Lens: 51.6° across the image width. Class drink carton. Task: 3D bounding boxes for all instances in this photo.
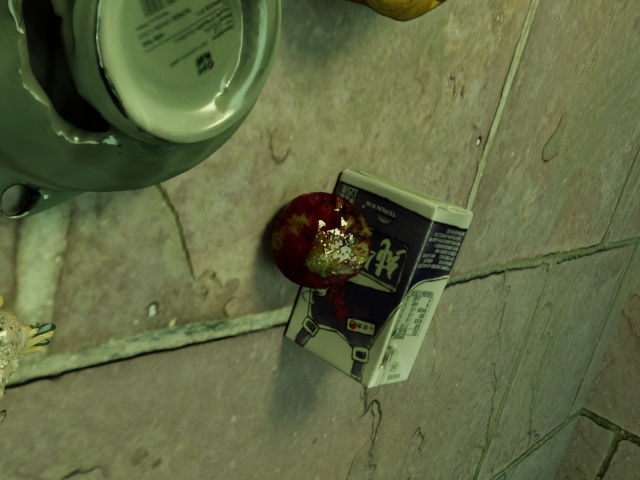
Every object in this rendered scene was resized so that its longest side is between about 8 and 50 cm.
[{"bbox_3d":[0.066,0.044,0.777,0.102,0.134,0.222,4,108,-56],"label":"drink carton"}]

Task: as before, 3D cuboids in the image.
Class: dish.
[{"bbox_3d":[-0.119,-0.145,0.433,0.303,0.120,0.302,-31,133,-40],"label":"dish"}]

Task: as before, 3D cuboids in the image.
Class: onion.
[{"bbox_3d":[0.000,0.000,0.708,0.107,0.097,0.107,-2,99,-13],"label":"onion"}]

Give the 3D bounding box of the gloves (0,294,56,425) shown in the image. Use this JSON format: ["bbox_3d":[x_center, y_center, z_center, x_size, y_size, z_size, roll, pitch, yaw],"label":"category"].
[{"bbox_3d":[-0.250,0.059,0.413,0.144,0.110,0.094,41,84,-25],"label":"gloves"}]

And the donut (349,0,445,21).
[{"bbox_3d":[0.072,-0.311,0.580,0.227,0.114,0.226,-30,133,-38],"label":"donut"}]
